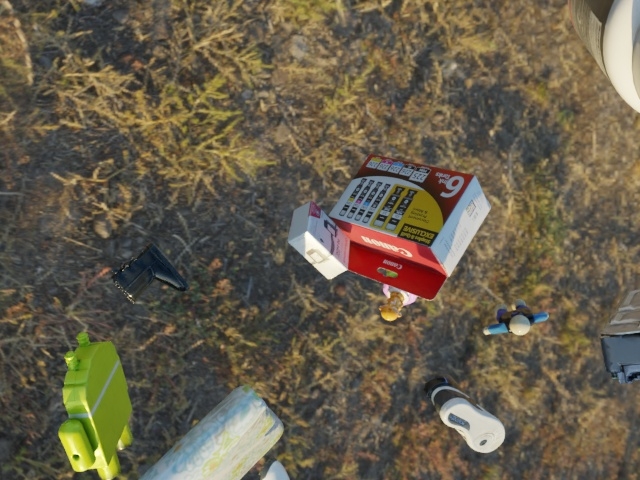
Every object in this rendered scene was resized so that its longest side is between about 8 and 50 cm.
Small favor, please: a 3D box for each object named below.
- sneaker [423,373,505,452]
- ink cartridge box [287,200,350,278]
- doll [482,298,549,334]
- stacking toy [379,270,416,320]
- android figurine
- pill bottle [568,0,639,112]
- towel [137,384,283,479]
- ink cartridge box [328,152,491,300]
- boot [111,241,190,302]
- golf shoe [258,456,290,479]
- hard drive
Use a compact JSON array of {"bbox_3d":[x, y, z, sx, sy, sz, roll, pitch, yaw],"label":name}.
[{"bbox_3d":[0.285,0.333,1.356,0.079,0.121,0.217,-41,128,6],"label":"sneaker"},{"bbox_3d":[0.000,0.000,1.568,0.150,0.063,0.109,44,34,-30],"label":"ink cartridge box"},{"bbox_3d":[0.379,0.156,1.327,0.189,0.129,0.046,-23,95,-81],"label":"doll"},{"bbox_3d":[0.250,0.126,2.018,0.166,0.175,0.302,97,18,-49],"label":"stacking toy"},{"bbox_3d":[-0.418,0.305,1.273,0.248,0.056,0.273,-87,169,-63],"label":"android figurine"},{"bbox_3d":[0.320,-0.197,0.592,0.283,0.161,0.161,-74,143,-58],"label":"pill bottle"},{"bbox_3d":[-0.216,0.424,1.271,0.320,0.090,0.374,-45,163,-14],"label":"towel"},{"bbox_3d":[0.187,-0.040,1.581,0.272,0.309,0.130,-57,136,-16],"label":"ink cartridge box"},{"bbox_3d":[-0.313,0.074,1.240,0.099,0.045,0.121,-43,106,-14],"label":"boot"},{"bbox_3d":[-0.056,0.502,1.283,0.077,0.093,0.198,-31,111,-53],"label":"golf shoe"},{"bbox_3d":[0.483,0.093,0.821,0.339,0.236,0.064,-12,89,-60],"label":"hard drive"}]
